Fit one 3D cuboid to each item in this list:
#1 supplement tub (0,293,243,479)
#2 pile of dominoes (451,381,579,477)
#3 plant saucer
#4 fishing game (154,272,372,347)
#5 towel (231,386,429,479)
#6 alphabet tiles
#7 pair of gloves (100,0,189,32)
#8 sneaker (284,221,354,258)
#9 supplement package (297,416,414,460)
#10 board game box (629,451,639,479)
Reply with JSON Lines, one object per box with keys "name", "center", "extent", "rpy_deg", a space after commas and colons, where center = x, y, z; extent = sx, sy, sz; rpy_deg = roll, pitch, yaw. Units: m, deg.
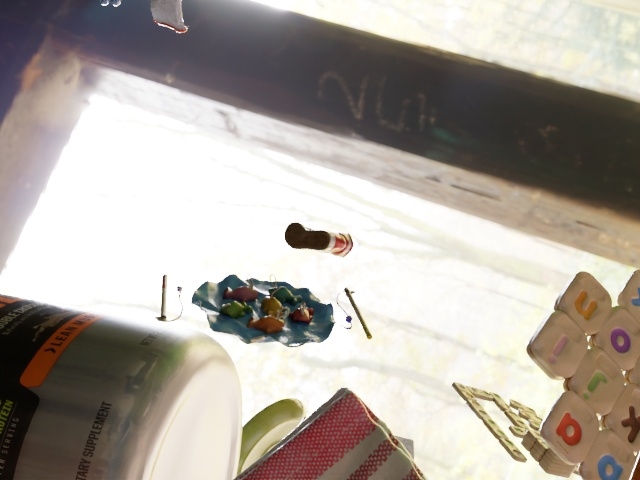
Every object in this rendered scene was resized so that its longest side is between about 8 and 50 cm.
{"name": "supplement tub", "center": [-0.241, 0.138, 0.614], "extent": [0.207, 0.338, 0.207], "rpy_deg": [8, -90, -76]}
{"name": "pile of dominoes", "center": [0.372, 0.330, 1.583], "extent": [0.040, 0.196, 0.251], "rpy_deg": [-64, 29, 15]}
{"name": "plant saucer", "center": [-0.110, 0.439, 1.856], "extent": [0.241, 0.037, 0.241], "rpy_deg": [-32, -38, -29]}
{"name": "fishing game", "center": [-0.069, 0.078, 1.097], "extent": [0.189, 0.264, 0.041], "rpy_deg": [-108, 26, -67]}
{"name": "towel", "center": [0.008, 0.147, 0.257], "extent": [0.144, 0.197, 0.029], "rpy_deg": [-34, -41, -13]}
{"name": "alphabet tiles", "center": [0.353, 0.171, 0.973], "extent": [0.278, 0.284, 0.021], "rpy_deg": [-48, 5, -35]}
{"name": "pair of gloves", "center": [-0.206, -0.310, 0.958], "extent": [0.023, 0.198, 0.159], "rpy_deg": [-46, -26, -34]}
{"name": "sneaker", "center": [0.000, 0.000, 1.339], "extent": [0.067, 0.118, 0.042], "rpy_deg": [11, -88, -39]}
{"name": "supplement package", "center": [0.028, 0.415, 1.435], "extent": [0.203, 0.194, 0.149], "rpy_deg": [117, 162, -45]}
{"name": "board game box", "center": [0.347, 0.422, 0.638], "extent": [0.356, 0.356, 0.356], "rpy_deg": [-56, -31, -26]}
